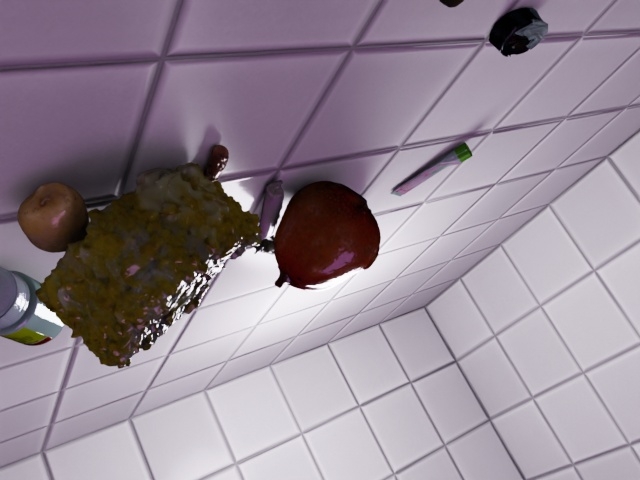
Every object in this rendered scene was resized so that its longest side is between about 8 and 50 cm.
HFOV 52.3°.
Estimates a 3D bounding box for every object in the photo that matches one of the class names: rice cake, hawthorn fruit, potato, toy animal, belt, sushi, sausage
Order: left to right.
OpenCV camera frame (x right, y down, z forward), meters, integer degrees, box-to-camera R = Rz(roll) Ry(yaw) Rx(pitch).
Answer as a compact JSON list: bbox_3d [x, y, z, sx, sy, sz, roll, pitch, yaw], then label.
[{"bbox_3d":[-0.493,-0.040,1.208,0.118,0.109,0.178,-35,166,-26],"label":"potato"},{"bbox_3d":[-0.320,0.032,1.300,0.351,0.240,0.396,-47,178,33],"label":"sushi"},{"bbox_3d":[-0.233,-0.150,1.404,0.158,0.042,0.036,-48,-168,49],"label":"sausage"},{"bbox_3d":[-0.164,0.011,1.870,0.047,0.065,0.135,-35,159,16],"label":"toy animal"},{"bbox_3d":[-0.131,-0.077,1.712,0.055,0.049,0.270,-7,157,-16],"label":"rice cake"},{"bbox_3d":[0.015,-0.007,1.746,0.295,0.295,0.311,-6,133,-48],"label":"hawthorn fruit"},{"bbox_3d":[0.450,-0.475,1.481,0.140,0.058,0.105,-15,151,-26],"label":"belt"}]

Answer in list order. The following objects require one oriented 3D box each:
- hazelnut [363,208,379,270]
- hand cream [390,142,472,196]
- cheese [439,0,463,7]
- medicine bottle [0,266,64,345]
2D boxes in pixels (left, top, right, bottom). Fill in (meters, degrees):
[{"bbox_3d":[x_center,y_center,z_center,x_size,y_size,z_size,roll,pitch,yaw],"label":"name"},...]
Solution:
[{"bbox_3d":[0.086,-0.009,1.991,0.229,0.229,0.229,-25,161,-9],"label":"hazelnut"},{"bbox_3d":[0.349,-0.213,2.053,0.275,0.050,0.079,-31,137,24],"label":"hand cream"},{"bbox_3d":[0.279,-0.503,1.197,0.162,0.036,0.086,-40,155,29],"label":"cheese"},{"bbox_3d":[-0.656,0.143,1.406,0.139,0.139,0.225,-26,162,-6],"label":"medicine bottle"}]
